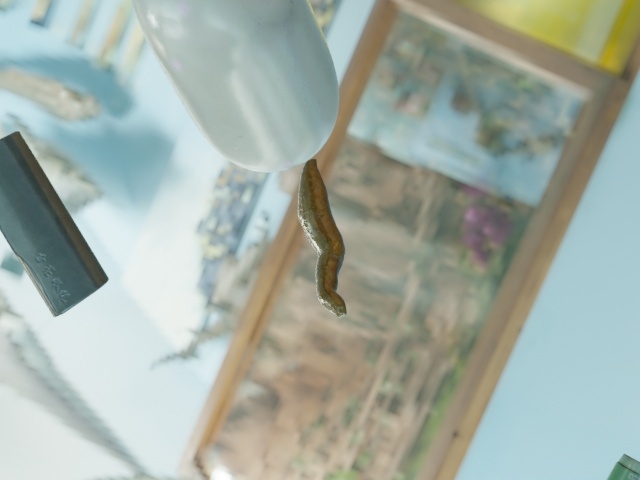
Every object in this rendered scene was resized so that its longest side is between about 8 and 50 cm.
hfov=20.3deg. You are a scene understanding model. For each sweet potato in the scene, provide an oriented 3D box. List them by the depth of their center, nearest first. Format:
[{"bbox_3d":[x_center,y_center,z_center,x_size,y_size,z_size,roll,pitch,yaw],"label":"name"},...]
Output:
[{"bbox_3d":[0.004,0.000,1.813,0.044,0.044,0.179,14,-122,-44],"label":"sweet potato"}]

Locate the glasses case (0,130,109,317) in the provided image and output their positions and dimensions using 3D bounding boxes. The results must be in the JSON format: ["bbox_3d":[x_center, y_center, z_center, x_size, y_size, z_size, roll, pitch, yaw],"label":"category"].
[{"bbox_3d":[-0.296,-0.018,1.852,0.191,0.072,0.042,60,168,-7],"label":"glasses case"}]

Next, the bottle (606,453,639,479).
[{"bbox_3d":[0.298,0.258,1.811,0.030,0.083,0.030,29,178,1],"label":"bottle"}]

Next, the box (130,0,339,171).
[{"bbox_3d":[-0.101,-0.246,1.592,0.289,0.141,0.349,65,-178,-60],"label":"box"}]
